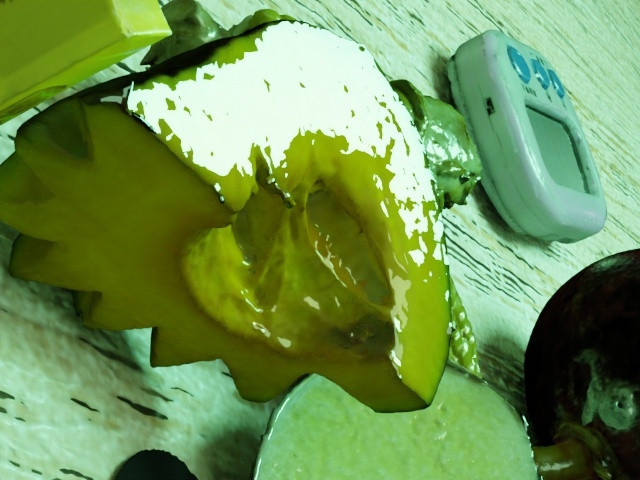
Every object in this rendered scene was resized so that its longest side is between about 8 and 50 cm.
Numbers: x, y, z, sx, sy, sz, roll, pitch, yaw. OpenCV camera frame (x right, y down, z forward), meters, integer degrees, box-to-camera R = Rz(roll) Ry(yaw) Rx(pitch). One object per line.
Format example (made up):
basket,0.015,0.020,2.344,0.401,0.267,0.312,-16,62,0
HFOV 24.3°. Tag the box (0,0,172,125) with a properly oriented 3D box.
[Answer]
box,-0.176,-0.173,0.596,0.269,0.152,0.043,66,24,2

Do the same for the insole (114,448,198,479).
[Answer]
insole,-0.063,0.244,0.623,0.119,0.009,0.348,37,37,-45

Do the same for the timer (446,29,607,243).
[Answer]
timer,0.190,-0.091,1.361,0.208,0.069,0.191,12,58,-62

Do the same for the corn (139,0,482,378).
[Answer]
corn,0.000,0.000,0.846,0.322,0.119,0.119,61,24,-28

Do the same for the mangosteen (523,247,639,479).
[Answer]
mangosteen,0.241,0.131,1.128,0.261,0.235,0.235,-28,95,-27

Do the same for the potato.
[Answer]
potato,0.032,0.152,0.776,0.164,0.081,0.200,25,52,-5

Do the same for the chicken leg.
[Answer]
chicken leg,0.041,-0.069,1.022,0.227,0.088,0.103,22,65,-58

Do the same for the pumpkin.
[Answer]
pumpkin,-0.047,-0.027,0.714,0.254,0.130,0.149,42,49,-39
